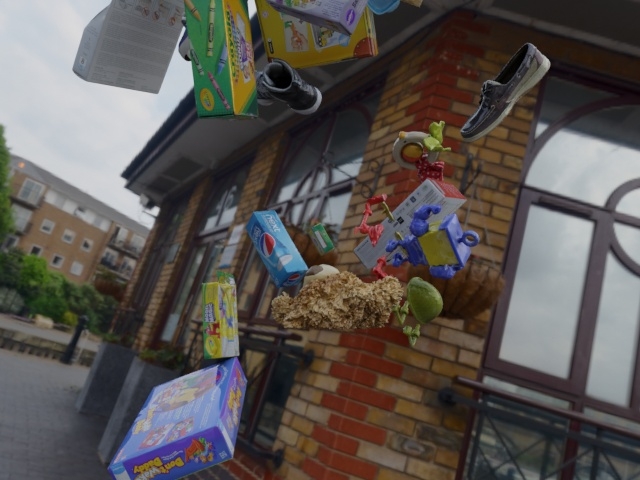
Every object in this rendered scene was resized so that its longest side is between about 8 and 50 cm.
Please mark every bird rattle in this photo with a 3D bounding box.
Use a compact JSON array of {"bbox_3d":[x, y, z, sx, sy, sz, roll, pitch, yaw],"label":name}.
[{"bbox_3d":[0.367,-0.322,1.887,0.206,0.143,0.254,11,-30,4],"label":"bird rattle"}]

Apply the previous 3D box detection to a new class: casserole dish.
[{"bbox_3d":[0.162,-0.759,1.515,0.114,0.037,0.188,-35,-73,22],"label":"casserole dish"}]

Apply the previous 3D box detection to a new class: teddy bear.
[{"bbox_3d":[0.036,0.113,0.984,0.245,0.113,0.338,-7,-12,32],"label":"teddy bear"}]

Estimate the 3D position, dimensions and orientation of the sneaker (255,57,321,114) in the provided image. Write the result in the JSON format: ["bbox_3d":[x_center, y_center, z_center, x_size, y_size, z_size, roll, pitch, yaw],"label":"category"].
[{"bbox_3d":[-0.133,-0.431,1.390,0.268,0.101,0.153,23,-3,26],"label":"sneaker"}]

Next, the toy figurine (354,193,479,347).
[{"bbox_3d":[0.258,0.049,1.165,0.217,0.191,0.363,-16,-70,32],"label":"toy figurine"}]

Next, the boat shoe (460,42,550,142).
[{"bbox_3d":[0.461,-0.383,1.339,0.092,0.285,0.103,38,13,-23],"label":"boat shoe"}]

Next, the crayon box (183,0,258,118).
[{"bbox_3d":[-0.201,-0.392,1.062,0.081,0.279,0.165,-2,11,11],"label":"crayon box"}]

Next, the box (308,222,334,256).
[{"bbox_3d":[0.000,0.000,1.884,0.105,0.043,0.179,61,-6,3],"label":"box"}]

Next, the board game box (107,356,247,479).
[{"bbox_3d":[-0.302,0.403,1.172,0.233,0.078,0.347,-21,10,1],"label":"board game box"}]

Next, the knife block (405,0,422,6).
[{"bbox_3d":[0.219,-0.853,1.682,0.242,0.088,0.276,6,29,-32],"label":"knife block"}]

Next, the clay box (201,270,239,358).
[{"bbox_3d":[-0.263,0.196,1.361,0.053,0.222,0.127,-8,-12,11],"label":"clay box"}]

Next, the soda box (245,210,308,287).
[{"bbox_3d":[-0.117,0.020,1.356,0.071,0.210,0.067,-5,-39,-39],"label":"soda box"}]

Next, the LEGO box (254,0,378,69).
[{"bbox_3d":[-0.028,-0.854,1.751,0.372,0.501,0.193,-6,22,14],"label":"LEGO box"}]

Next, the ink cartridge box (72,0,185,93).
[{"bbox_3d":[-0.609,-0.690,1.695,0.091,0.385,0.308,35,21,21],"label":"ink cartridge box"}]

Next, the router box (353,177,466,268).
[{"bbox_3d":[0.301,-0.051,1.702,0.082,0.335,0.301,51,22,17],"label":"router box"}]

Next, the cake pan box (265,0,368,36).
[{"bbox_3d":[0.017,-0.621,1.170,0.266,0.246,0.070,34,9,32],"label":"cake pan box"}]

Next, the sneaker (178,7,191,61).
[{"bbox_3d":[-0.391,-0.744,1.594,0.236,0.323,0.130,40,0,2],"label":"sneaker"}]
